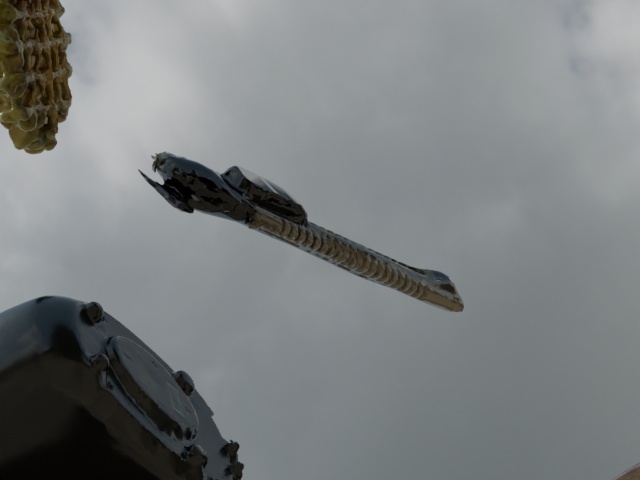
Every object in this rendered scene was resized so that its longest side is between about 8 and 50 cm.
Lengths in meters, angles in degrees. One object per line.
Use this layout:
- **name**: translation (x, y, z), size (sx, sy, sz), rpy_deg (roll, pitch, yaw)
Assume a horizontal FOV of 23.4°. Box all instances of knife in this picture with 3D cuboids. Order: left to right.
- **knife**: translation (0.004, -0.005, 1.261), size (0.365, 0.089, 0.043), rpy_deg (23, -73, -46)

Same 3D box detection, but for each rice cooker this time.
- **rice cooker**: translation (-0.136, 0.121, 0.917), size (0.118, 0.142, 0.203), rpy_deg (-36, -55, 10)

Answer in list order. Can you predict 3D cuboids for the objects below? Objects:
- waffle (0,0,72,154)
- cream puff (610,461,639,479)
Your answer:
- **waffle**: translation (-0.236, -0.160, 1.248), size (0.038, 0.191, 0.191), rpy_deg (-5, -59, 5)
- **cream puff**: translation (0.291, 0.263, 1.169), size (0.239, 0.239, 0.165), rpy_deg (-31, -74, -1)
